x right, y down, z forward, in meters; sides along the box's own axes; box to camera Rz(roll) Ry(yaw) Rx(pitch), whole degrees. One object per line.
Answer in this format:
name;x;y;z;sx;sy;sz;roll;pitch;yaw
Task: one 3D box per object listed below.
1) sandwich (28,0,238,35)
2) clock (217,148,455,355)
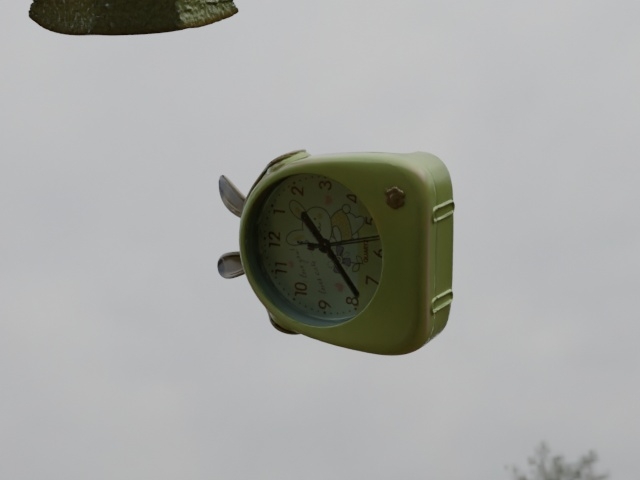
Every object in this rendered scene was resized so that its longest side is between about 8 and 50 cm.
sandwich;-0.220;-0.292;1.623;0.258;0.096;0.094;-5;-74;-11
clock;0.000;0.000;1.188;0.232;0.170;0.069;8;17;28
